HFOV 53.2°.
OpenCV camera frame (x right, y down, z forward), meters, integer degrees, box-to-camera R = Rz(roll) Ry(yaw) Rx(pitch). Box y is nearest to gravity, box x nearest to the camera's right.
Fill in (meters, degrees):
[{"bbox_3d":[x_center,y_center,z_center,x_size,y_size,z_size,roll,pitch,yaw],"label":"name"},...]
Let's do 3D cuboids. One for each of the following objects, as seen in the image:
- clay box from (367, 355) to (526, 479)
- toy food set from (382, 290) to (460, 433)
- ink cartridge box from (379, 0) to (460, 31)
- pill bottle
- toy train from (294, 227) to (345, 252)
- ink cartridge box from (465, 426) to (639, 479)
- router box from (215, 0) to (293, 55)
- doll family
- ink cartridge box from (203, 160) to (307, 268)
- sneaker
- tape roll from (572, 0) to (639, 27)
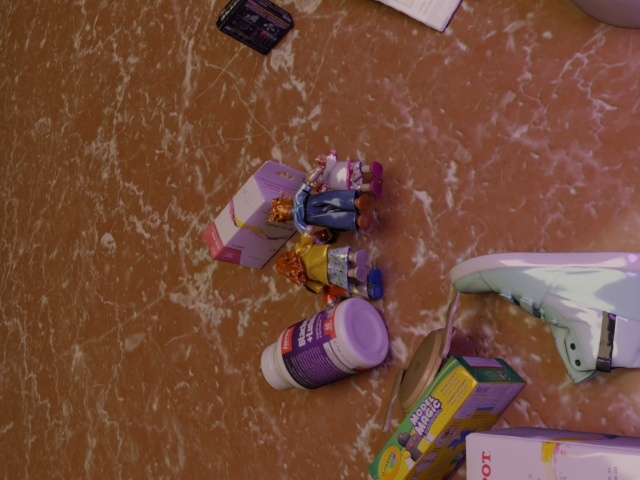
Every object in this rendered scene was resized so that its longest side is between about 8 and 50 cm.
[{"bbox_3d":[0.152,0.247,0.813,0.053,0.127,0.222,48,113,39],"label":"clay box"},{"bbox_3d":[0.146,0.172,0.845,0.192,0.039,0.132,-64,-1,39],"label":"toy food set"},{"bbox_3d":[0.140,-0.552,1.068,0.385,0.091,0.308,37,106,25],"label":"ink cartridge box"},{"bbox_3d":[0.000,0.169,0.990,0.194,0.108,0.108,-30,61,35],"label":"pill bottle"},{"bbox_3d":[0.000,0.000,1.080,0.158,0.036,0.027,-43,54,28],"label":"toy train"},{"bbox_3d":[0.288,0.286,0.644,0.233,0.168,0.171,-8,75,43],"label":"ink cartridge box"},{"bbox_3d":[-0.128,-0.426,1.242,0.092,0.122,0.038,-37,53,32],"label":"router box"},{"bbox_3d":[-0.002,-0.017,0.988,0.163,0.118,0.262,1,91,34],"label":"doll family"},{"bbox_3d":[-0.102,-0.042,1.132,0.198,0.115,0.067,-47,51,27],"label":"ink cartridge box"},{"bbox_3d":[0.264,0.092,0.766,0.256,0.094,0.151,-3,80,44],"label":"sneaker"},{"bbox_3d":[0.398,-0.403,0.748,0.286,0.100,0.286,-12,72,41],"label":"tape roll"}]
